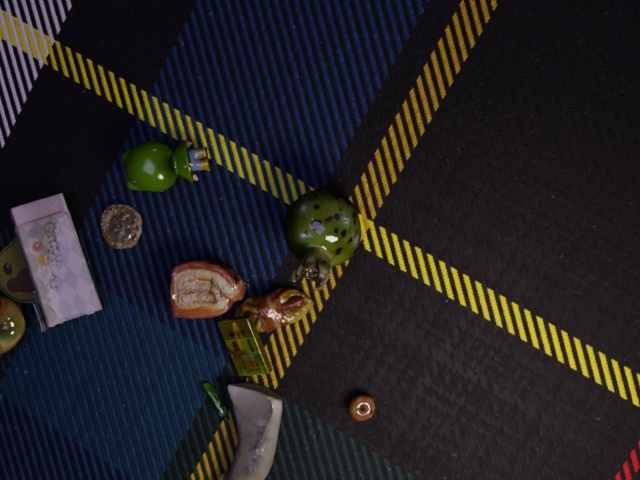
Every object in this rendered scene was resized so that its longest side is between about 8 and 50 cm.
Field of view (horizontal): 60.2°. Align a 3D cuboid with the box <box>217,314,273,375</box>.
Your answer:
[{"bbox_3d":[-0.233,0.328,1.712,0.121,0.030,0.193,-12,106,30],"label":"box"}]

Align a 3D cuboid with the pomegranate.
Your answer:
[{"bbox_3d":[-0.003,-0.016,1.565,0.242,0.306,0.242,5,112,11],"label":"pomegranate"}]

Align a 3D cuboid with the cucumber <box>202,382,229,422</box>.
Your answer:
[{"bbox_3d":[-0.331,0.520,1.774,0.037,0.037,0.155,-32,90,7],"label":"cucumber"}]

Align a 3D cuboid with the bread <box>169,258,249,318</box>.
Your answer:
[{"bbox_3d":[-0.351,0.151,1.712,0.244,0.123,0.190,-4,91,6],"label":"bread"}]

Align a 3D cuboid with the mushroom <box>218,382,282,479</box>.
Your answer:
[{"bbox_3d":[-0.223,0.651,1.726,0.177,0.126,0.397,10,95,16],"label":"mushroom"}]

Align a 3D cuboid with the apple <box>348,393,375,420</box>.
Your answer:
[{"bbox_3d":[0.127,0.513,1.702,0.084,0.071,0.084,0,91,-1],"label":"apple"}]

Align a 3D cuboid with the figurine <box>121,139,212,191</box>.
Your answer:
[{"bbox_3d":[-0.474,-0.235,1.703,0.263,0.143,0.162,-10,98,-3],"label":"figurine"}]

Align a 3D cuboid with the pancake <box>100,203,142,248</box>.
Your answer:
[{"bbox_3d":[-0.645,-0.044,1.784,0.151,0.025,0.152,0,94,6],"label":"pancake"}]

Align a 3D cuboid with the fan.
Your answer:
[{"bbox_3d":[-0.964,0.143,1.838,0.229,0.011,0.335,-16,92,6],"label":"fan"}]

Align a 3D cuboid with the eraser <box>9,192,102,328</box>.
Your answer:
[{"bbox_3d":[-0.856,0.067,1.779,0.213,0.082,0.397,-19,91,-2],"label":"eraser"}]

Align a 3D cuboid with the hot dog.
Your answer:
[{"bbox_3d":[-0.154,0.218,1.706,0.261,0.093,0.123,-22,91,7],"label":"hot dog"}]

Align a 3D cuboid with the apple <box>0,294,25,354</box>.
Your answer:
[{"bbox_3d":[-1.070,0.270,1.782,0.188,0.174,0.207,-7,94,27],"label":"apple"}]
